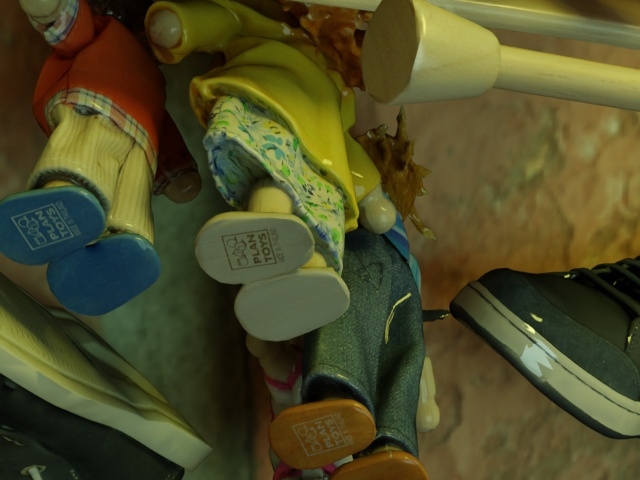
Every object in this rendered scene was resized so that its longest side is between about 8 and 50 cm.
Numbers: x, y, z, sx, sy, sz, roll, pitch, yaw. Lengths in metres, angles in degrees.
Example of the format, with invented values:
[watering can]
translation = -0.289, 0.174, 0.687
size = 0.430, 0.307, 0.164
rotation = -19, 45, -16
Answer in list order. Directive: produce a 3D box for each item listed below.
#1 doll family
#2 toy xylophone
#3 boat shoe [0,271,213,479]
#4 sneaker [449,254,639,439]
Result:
[doll family]
translation = 0.000, 0.000, 0.615
size = 0.118, 0.163, 0.263
rotation = -18, 126, 15
[toy xylophone]
translation = 0.064, -0.111, 0.568
size = 0.323, 0.236, 0.081
rotation = 0, 116, -33
[boat shoe]
translation = -0.113, 0.049, 0.569
size = 0.079, 0.084, 0.233
rotation = -44, 148, -1
[sneaker]
translation = 0.160, 0.006, 0.759
size = 0.226, 0.086, 0.163
rotation = 21, 106, -48
